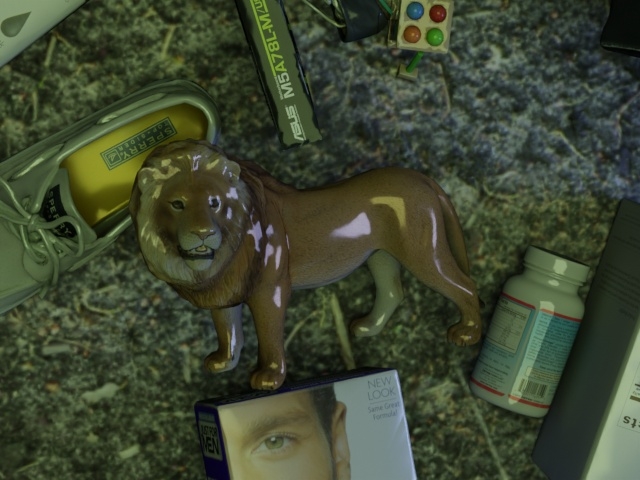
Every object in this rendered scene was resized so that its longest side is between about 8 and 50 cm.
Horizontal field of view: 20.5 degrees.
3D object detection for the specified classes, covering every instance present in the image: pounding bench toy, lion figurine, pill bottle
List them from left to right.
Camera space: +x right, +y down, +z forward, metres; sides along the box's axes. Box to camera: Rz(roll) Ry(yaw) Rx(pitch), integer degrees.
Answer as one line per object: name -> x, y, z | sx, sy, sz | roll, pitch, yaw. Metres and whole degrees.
lion figurine -> 0.000, 0.000, 1.674 | 0.392, 0.142, 0.240 | -13, 109, -33
pounding bench toy -> 0.096, -0.197, 1.730 | 0.052, 0.065, 0.083 | 5, 98, -8
pill bottle -> 0.213, 0.090, 1.774 | 0.087, 0.087, 0.160 | 19, 95, -9

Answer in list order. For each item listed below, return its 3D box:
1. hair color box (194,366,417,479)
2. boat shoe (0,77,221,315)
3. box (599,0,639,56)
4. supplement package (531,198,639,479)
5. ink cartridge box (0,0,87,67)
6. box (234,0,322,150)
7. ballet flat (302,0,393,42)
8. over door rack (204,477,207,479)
hair color box -> 0.004, 0.303, 1.695 | 0.185, 0.110, 0.339 | -11, 89, -16
boat shoe -> -0.247, -0.025, 1.665 | 0.367, 0.156, 0.136 | -31, 100, -3
box -> 0.561, -0.339, 1.571 | 0.479, 0.297, 0.472 | 9, 96, -35
supplement package -> 0.353, 0.130, 1.752 | 0.175, 0.177, 0.293 | 18, 96, -10
ink cartridge box -> -0.294, -0.302, 1.634 | 0.307, 0.129, 0.223 | -38, 101, -1
box -> -0.044, -0.178, 1.646 | 0.045, 0.191, 0.184 | -15, 96, 0
ballet flat -> -0.011, -0.276, 1.706 | 0.074, 0.074, 0.203 | -36, 103, -1
over door rack -> -0.078, 0.357, 1.766 | 0.239, 0.108, 0.324 | 41, 91, -11
